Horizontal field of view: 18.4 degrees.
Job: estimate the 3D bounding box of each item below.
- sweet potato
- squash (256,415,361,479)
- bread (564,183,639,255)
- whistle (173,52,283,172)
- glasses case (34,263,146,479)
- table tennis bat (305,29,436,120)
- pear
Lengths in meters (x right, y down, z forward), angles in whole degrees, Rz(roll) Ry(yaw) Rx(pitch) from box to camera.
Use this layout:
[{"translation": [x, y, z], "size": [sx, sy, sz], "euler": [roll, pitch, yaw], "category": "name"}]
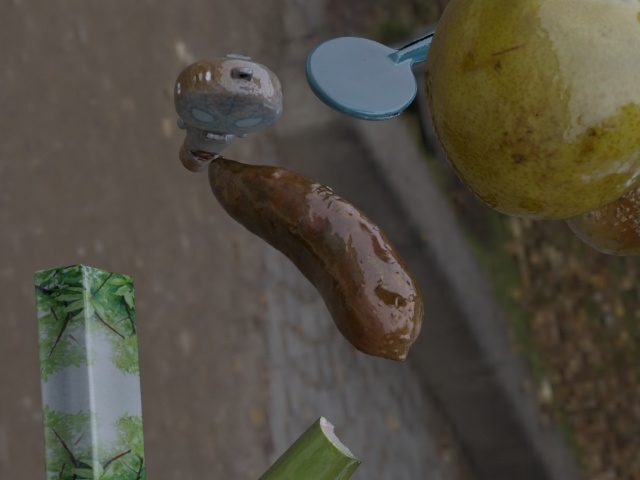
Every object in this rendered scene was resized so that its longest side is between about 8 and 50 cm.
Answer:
[{"translation": [0.000, -0.002, 1.850], "size": [0.292, 0.097, 0.097], "euler": [46, -2, 27], "category": "sweet potato"}, {"translation": [-0.054, 0.281, 1.966], "size": [0.083, 0.250, 0.083], "euler": [39, 14, -12], "category": "squash"}, {"translation": [0.385, -0.127, 2.272], "size": [0.305, 0.158, 0.306], "euler": [-13, 108, -48], "category": "bread"}, {"translation": [-0.099, -0.127, 1.953], "size": [0.220, 0.107, 0.057], "euler": [125, -30, -64], "category": "whistle"}, {"translation": [-0.209, 0.163, 1.792], "size": [0.095, 0.062, 0.272], "euler": [20, 63, -63], "category": "glasses case"}, {"translation": [0.070, -0.192, 2.185], "size": [0.201, 0.124, 0.033], "euler": [-28, 152, -39], "category": "table tennis bat"}, {"translation": [0.178, -0.115, 1.516], "size": [0.209, 0.208, 0.209], "euler": [-11, 90, -76], "category": "pear"}]
